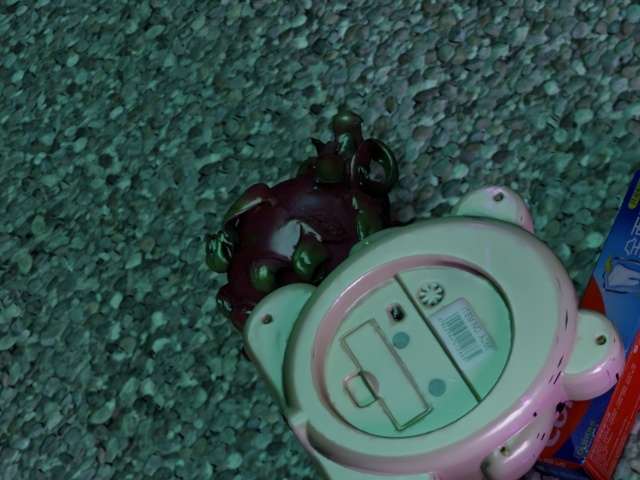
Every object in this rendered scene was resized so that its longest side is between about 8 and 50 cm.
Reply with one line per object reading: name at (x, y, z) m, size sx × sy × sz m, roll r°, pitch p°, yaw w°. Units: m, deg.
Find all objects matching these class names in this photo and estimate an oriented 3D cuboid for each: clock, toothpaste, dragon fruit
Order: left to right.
dragon fruit at (0.001, 0.010, 2.060) m, size 0.218 × 0.198 × 0.273 m, roll 6°, pitch 37°, yaw 47°
clock at (0.108, 0.111, 1.845) m, size 0.309 × 0.114 × 0.284 m, roll -33°, pitch 60°, yaw -1°
toothpaste at (0.293, 0.083, 1.894) m, size 0.076 × 0.066 × 0.320 m, roll 10°, pitch 65°, yaw 37°
